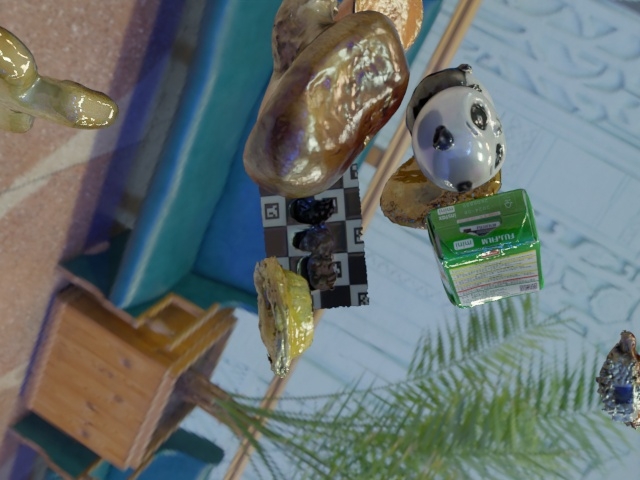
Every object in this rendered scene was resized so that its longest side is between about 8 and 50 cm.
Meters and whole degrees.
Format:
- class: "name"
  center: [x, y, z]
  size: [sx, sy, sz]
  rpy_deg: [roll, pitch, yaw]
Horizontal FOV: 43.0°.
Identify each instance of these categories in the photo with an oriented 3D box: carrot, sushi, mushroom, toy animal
- class: "carrot"
  center: [0.112, -0.486, 1.946]
  size: [0.193, 0.214, 0.331]
  rpy_deg: [-14, 178, -24]
- class: "sushi"
  center: [0.000, 0.000, 2.210]
  size: [0.100, 0.296, 0.373]
  rpy_deg: [1, 83, -67]
- class: "mushroom"
  center: [-0.018, -0.243, 1.351]
  size: [0.345, 0.259, 0.345]
  rpy_deg: [-49, 179, -1]
- class: "sushi"
  center: [0.624, 0.293, 1.687]
  size: [0.103, 0.097, 0.226]
  rpy_deg: [-19, 110, -36]
- class: "toy animal"
  center: [0.243, -0.192, 1.456]
  size: [0.165, 0.187, 0.235]
  rpy_deg: [-28, -152, 15]

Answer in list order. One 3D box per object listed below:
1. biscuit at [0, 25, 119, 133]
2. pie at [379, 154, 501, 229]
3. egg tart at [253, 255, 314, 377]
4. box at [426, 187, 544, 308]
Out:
- class: "biscuit"
  center: [-0.322, -0.157, 0.826]
  size: [0.164, 0.207, 0.047]
  rpy_deg: [36, 67, -43]
- class: "pie"
  center: [0.252, -0.117, 1.709]
  size: [0.273, 0.273, 0.069]
  rpy_deg: [-55, 136, -21]
- class: "egg tart"
  center: [-0.083, 0.175, 1.901]
  size: [0.288, 0.118, 0.289]
  rpy_deg: [177, -90, -77]
- class: "box"
  center: [0.282, 0.021, 1.379]
  size: [0.250, 0.180, 0.103]
  rpy_deg: [57, 23, -62]
